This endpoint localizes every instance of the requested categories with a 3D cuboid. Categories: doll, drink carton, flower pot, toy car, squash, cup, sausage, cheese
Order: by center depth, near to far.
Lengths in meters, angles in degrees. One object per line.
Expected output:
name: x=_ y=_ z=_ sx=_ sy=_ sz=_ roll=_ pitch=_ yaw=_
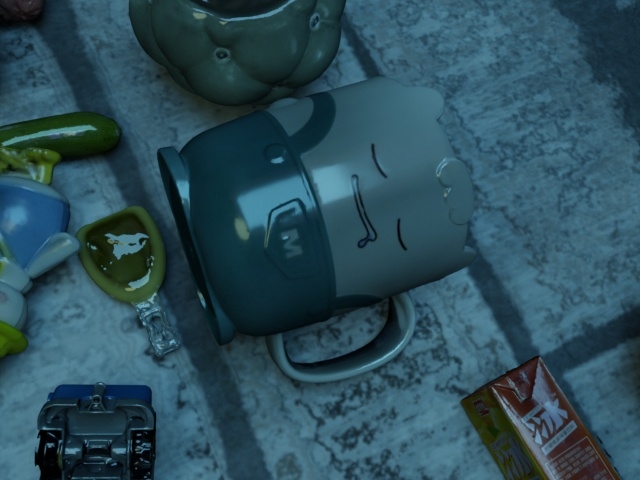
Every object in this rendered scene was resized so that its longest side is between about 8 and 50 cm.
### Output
toy car: x=-0.198 y=0.211 z=0.689 sx=0.097 sy=0.100 sz=0.191 roll=2 pitch=102 yaw=-9
doll: x=-0.313 y=0.023 z=0.749 sx=0.135 sy=0.099 sz=0.241 roll=17 pitch=65 yaw=-17
drink carton: x=0.238 y=0.235 z=0.762 sx=0.071 sy=0.096 sz=0.223 roll=-27 pitch=77 yaw=-18
cup: x=0.000 y=0.000 z=0.763 sx=0.258 sy=0.219 sz=0.289 roll=-18 pitch=105 yaw=-15
cheese: x=-0.190 y=0.046 z=0.793 sx=0.086 sy=0.036 sz=0.162 roll=-23 pitch=74 yaw=-16
squash: x=-0.309 y=-0.106 z=0.825 sx=0.183 sy=0.052 sz=0.052 roll=-13 pitch=72 yaw=-12
flower pot: x=-0.087 y=-0.267 z=0.834 sx=0.246 sy=0.195 sz=0.246 roll=1 pitch=76 yaw=-4
sausage: x=-0.358 y=-0.328 z=0.893 sx=0.062 sy=0.062 sz=0.154 roll=-7 pitch=71 yaw=-12
